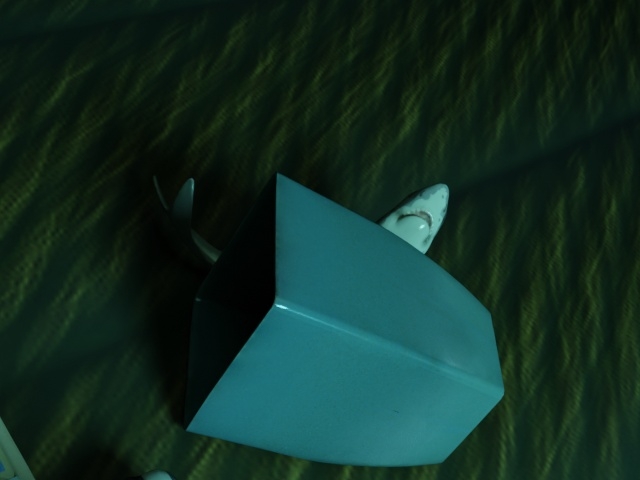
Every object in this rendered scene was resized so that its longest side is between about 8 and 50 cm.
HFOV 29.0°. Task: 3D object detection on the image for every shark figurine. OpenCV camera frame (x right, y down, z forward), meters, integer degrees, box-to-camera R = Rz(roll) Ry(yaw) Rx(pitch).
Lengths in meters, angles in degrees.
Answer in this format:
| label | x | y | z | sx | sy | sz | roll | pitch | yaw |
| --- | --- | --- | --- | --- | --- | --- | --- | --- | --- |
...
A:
| label | x | y | z | sx | sy | sz | roll | pitch | yaw |
| --- | --- | --- | --- | --- | --- | --- | --- | --- | --- |
| shark figurine | -0.024 | 0.016 | 1.188 | 0.278 | 0.166 | 0.116 | 2 | 14 | -3 |

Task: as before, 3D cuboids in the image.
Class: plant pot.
| label | x | y | z | sx | sy | sz | roll | pitch | yaw |
| --- | --- | --- | --- | --- | --- | --- | --- | --- | --- |
| plant pot | 0.027 | 0.088 | 1.059 | 0.234 | 0.165 | 0.165 | 22 | 36 | -20 |

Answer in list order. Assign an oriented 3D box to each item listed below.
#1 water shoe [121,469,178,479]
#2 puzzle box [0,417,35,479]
| label | x | y | z | sx | sy | sz | roll | pitch | yaw |
| --- | --- | --- | --- | --- | --- | --- | --- | --- | --- |
| water shoe | -0.114 | 0.258 | 0.858 | 0.080 | 0.073 | 0.203 | -16 | 49 | -9 |
| puzzle box | -0.364 | 0.209 | 0.762 | 0.409 | 0.052 | 0.272 | -12 | 50 | -40 |
